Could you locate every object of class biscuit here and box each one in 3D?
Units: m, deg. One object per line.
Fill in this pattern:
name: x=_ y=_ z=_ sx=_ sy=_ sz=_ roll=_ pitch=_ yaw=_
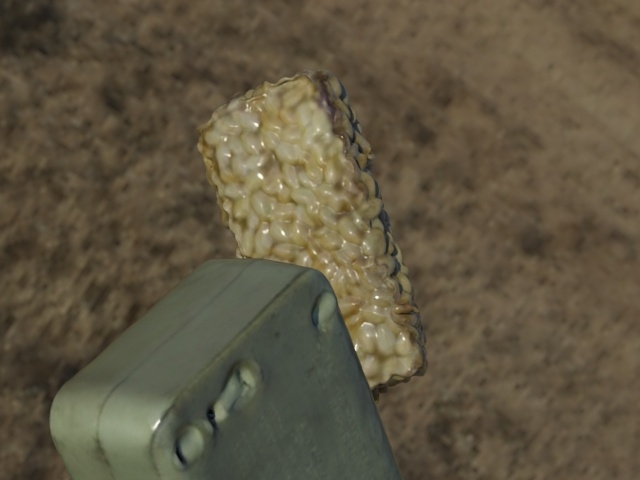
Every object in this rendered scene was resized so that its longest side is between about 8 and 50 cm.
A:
biscuit: x=0.000 y=0.000 z=0.851 sx=0.070 sy=0.082 sz=0.168 roll=21 pitch=47 yaw=-80

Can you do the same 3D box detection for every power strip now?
power strip: x=0.004 y=0.145 z=0.580 sx=0.053 sy=0.288 sz=0.093 roll=4 pitch=35 yaw=39
